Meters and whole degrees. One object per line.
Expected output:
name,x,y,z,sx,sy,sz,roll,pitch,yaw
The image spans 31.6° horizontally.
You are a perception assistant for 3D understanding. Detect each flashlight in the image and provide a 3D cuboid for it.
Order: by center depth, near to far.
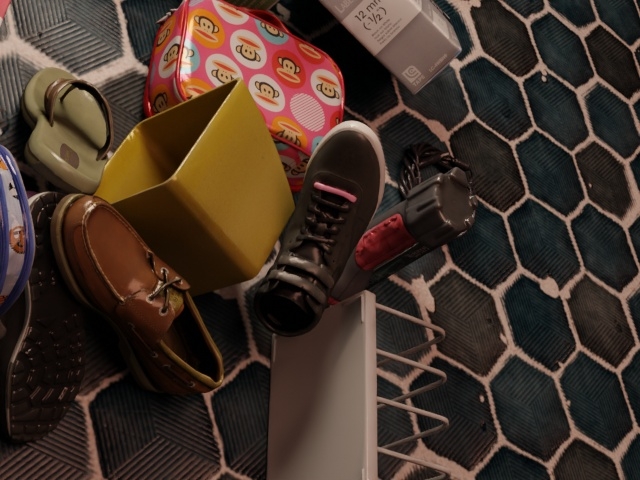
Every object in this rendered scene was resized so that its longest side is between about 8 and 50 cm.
flashlight,0.082,0.013,1.538,0.103,0.304,0.103,-23,85,-43

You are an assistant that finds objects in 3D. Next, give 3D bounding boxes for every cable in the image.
cable,0.193,-0.083,1.864,0.150,0.047,0.184,36,49,-20

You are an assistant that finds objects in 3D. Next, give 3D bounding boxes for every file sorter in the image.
file sorter,0.056,0.244,1.477,0.173,0.193,0.278,23,54,-34

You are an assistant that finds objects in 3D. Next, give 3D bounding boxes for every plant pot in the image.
plant pot,-0.159,-0.048,1.450,0.187,0.212,0.212,51,44,-24

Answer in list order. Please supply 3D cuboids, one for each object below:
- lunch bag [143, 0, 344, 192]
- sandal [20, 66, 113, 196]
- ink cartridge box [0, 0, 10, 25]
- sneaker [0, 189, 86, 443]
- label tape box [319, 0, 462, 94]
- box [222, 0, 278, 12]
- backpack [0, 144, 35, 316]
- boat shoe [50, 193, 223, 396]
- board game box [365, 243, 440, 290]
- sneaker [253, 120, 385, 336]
lunch bag,-0.102,-0.229,1.640,0.293,0.120,0.258,24,54,-29
sandal,-0.296,-0.144,1.383,0.120,0.086,0.303,29,17,-26
ink cartridge box,-0.480,-0.237,1.344,0.158,0.092,0.218,28,54,-26
sneaker,-0.345,0.085,1.295,0.107,0.124,0.283,7,87,-55
label tape box,0.066,-0.417,1.821,0.347,0.115,0.249,45,17,-15
box,-0.161,-0.476,1.642,0.322,0.232,0.058,43,50,-15
backpack,-0.413,-0.008,1.153,0.213,0.263,0.277,-14,77,-39
boat shoe,-0.199,0.063,1.314,0.111,0.104,0.307,-63,143,-34
board game box,0.127,-0.010,1.671,0.026,0.186,0.126,36,48,-18
sneaker,0.000,0.000,1.413,0.104,0.296,0.147,22,32,1
